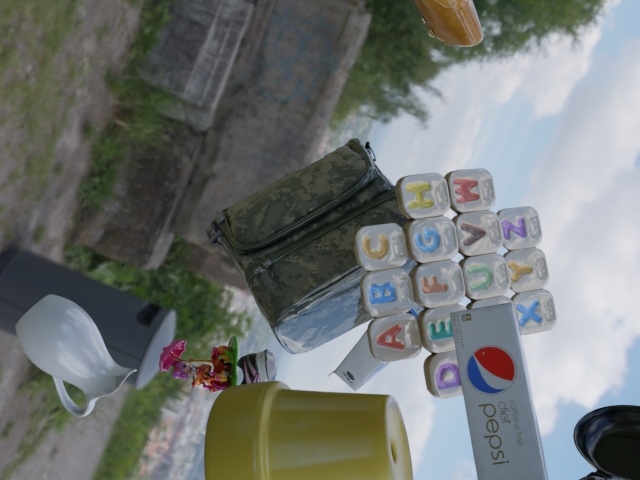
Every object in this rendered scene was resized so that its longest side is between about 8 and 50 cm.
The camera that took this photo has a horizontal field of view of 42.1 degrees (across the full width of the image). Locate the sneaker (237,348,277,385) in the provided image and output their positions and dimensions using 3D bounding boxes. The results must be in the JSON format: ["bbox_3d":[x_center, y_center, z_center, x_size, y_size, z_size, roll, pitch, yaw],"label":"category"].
[{"bbox_3d":[-0.124,0.306,1.657,0.072,0.077,0.178,-4,88,-72],"label":"sneaker"}]

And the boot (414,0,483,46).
[{"bbox_3d":[0.172,-0.354,1.120,0.104,0.211,0.295,-33,-155,4],"label":"boot"}]

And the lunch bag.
[{"bbox_3d":[0.000,0.000,1.330,0.305,0.256,0.212,-30,151,-2],"label":"lunch bag"}]

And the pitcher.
[{"bbox_3d":[-0.460,0.214,1.503,0.178,0.207,0.125,-42,-177,28],"label":"pitcher"}]

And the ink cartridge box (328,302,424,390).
[{"bbox_3d":[0.124,0.183,1.519,0.165,0.065,0.332,-36,169,-23],"label":"ink cartridge box"}]

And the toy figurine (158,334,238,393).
[{"bbox_3d":[-0.264,0.272,1.772,0.173,0.159,0.130,-107,-150,-57],"label":"toy figurine"}]

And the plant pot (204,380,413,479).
[{"bbox_3d":[-0.003,0.312,1.154,0.254,0.239,0.254,-12,90,-77],"label":"plant pot"}]

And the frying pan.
[{"bbox_3d":[0.486,0.364,1.305,0.326,0.197,0.053,-43,134,-52],"label":"frying pan"}]

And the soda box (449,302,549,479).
[{"bbox_3d":[0.200,0.183,0.925,0.069,0.074,0.216,41,39,-67],"label":"soda box"}]

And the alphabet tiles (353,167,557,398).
[{"bbox_3d":[0.180,0.051,1.058,0.021,0.278,0.284,161,-78,-67],"label":"alphabet tiles"}]
